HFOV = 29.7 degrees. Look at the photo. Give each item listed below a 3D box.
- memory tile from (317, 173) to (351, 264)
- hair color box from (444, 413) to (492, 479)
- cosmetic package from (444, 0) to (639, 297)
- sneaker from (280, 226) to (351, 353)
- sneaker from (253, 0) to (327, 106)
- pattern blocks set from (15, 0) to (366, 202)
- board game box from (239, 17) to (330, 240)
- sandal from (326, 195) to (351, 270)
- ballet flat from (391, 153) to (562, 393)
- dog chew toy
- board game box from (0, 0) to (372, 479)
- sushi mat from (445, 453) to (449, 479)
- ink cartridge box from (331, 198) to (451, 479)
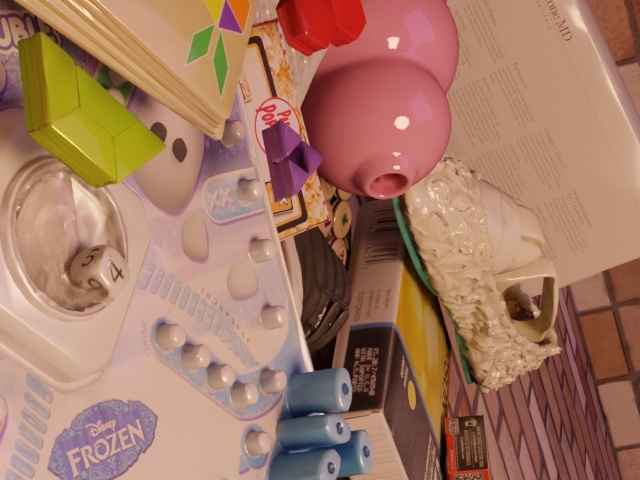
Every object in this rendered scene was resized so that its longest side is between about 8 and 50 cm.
[{"bbox_3d":[0.000,0.000,1.109,0.113,0.012,0.148,-5,103,-63],"label":"memory tile"},{"bbox_3d":[0.158,0.252,1.255,0.072,0.043,0.141,-88,169,-47],"label":"hair color box"},{"bbox_3d":[0.211,-0.123,1.387,0.377,0.284,0.097,62,26,-13],"label":"cosmetic package"},{"bbox_3d":[-0.032,0.064,0.914,0.147,0.104,0.296,56,23,-37],"label":"sneaker"},{"bbox_3d":[-0.080,-0.138,0.912,0.126,0.127,0.321,57,51,-28],"label":"sneaker"},{"bbox_3d":[-0.092,-0.153,0.632,0.325,0.026,0.285,49,42,-35],"label":"pattern blocks set"},{"bbox_3d":[-0.089,-0.052,0.779,0.193,0.045,0.147,-23,103,-42],"label":"board game box"},{"bbox_3d":[-0.001,-0.035,1.185,0.072,0.049,0.180,-75,163,-45],"label":"sandal"},{"bbox_3d":[0.177,0.022,1.266,0.409,0.147,0.147,62,23,-53],"label":"ballet flat"},{"bbox_3d":[0.033,-0.182,1.082,0.206,0.206,0.332,51,23,-54],"label":"dog chew toy"},{"bbox_3d":[-0.126,-0.001,0.605,0.390,0.050,0.390,-19,96,-56],"label":"board game box"},{"bbox_3d":[0.139,0.382,1.268,0.151,0.019,0.316,82,6,-45],"label":"sushi mat"},{"bbox_3d":[0.089,0.168,1.237,0.304,0.072,0.307,-81,155,-49],"label":"ink cartridge box"}]
